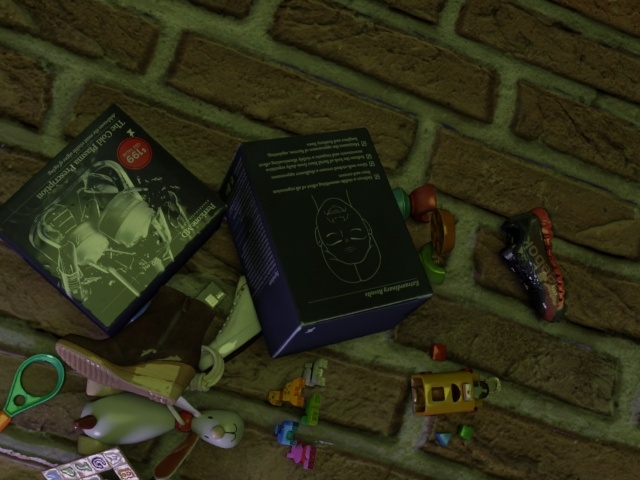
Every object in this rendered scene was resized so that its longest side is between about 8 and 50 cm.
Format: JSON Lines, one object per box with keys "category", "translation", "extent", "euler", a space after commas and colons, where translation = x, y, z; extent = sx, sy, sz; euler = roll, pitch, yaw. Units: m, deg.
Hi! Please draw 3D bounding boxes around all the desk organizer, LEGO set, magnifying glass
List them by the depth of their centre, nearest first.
{"category": "magnifying glass", "translation": [-0.602, 0.323, 1.507], "extent": [0.092, 0.026, 0.231], "euler": [41, 74, -2]}
{"category": "LEGO set", "translation": [-0.060, 0.356, 1.603], "extent": [0.087, 0.093, 0.227], "euler": [25, 66, -39]}
{"category": "desk organizer", "translation": [-0.258, 0.148, 1.609], "extent": [0.047, 0.050, 0.130], "euler": [42, 73, -2]}

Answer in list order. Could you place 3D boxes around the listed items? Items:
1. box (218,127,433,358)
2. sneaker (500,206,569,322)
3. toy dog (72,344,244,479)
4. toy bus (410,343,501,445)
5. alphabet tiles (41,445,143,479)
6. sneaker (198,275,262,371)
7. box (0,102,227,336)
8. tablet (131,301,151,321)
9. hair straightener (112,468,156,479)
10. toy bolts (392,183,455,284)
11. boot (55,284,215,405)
{"category": "box", "translation": [0.000, 0.000, 1.558], "extent": [0.293, 0.212, 0.396], "euler": [-10, 68, -25]}
{"category": "sneaker", "translation": [0.491, 0.061, 1.777], "extent": [0.135, 0.097, 0.276], "euler": [-6, 78, -14]}
{"category": "toy dog", "translation": [-0.330, 0.341, 1.447], "extent": [0.333, 0.161, 0.220], "euler": [-17, 86, 7]}
{"category": "toy bus", "translation": [0.299, 0.333, 1.672], "extent": [0.191, 0.104, 0.202], "euler": [41, 73, -2]}
{"category": "alphabet tiles", "translation": [-0.394, 0.505, 1.449], "extent": [0.198, 0.009, 0.237], "euler": [-23, 107, 24]}
{"category": "sneaker", "translation": [-0.166, 0.155, 1.611], "extent": [0.290, 0.106, 0.123], "euler": [-39, 83, -27]}
{"category": "box", "translation": [-0.419, -0.036, 1.542], "extent": [0.312, 0.179, 0.343], "euler": [42, 73, -1]}
{"category": "tablet", "translation": [-0.365, 0.161, 1.605], "extent": [0.083, 0.006, 0.054], "euler": [43, 73, -2]}
{"category": "hair straightener", "translation": [-0.336, 0.510, 1.517], "extent": [0.230, 0.047, 0.089], "euler": [39, 73, -3]}
{"category": "toy bolts", "translation": [0.186, -0.028, 1.685], "extent": [0.158, 0.218, 0.229], "euler": [-4, 61, -8]}
{"category": "boot", "translation": [-0.335, 0.172, 1.406], "extent": [0.248, 0.090, 0.207], "euler": [25, 55, -11]}
